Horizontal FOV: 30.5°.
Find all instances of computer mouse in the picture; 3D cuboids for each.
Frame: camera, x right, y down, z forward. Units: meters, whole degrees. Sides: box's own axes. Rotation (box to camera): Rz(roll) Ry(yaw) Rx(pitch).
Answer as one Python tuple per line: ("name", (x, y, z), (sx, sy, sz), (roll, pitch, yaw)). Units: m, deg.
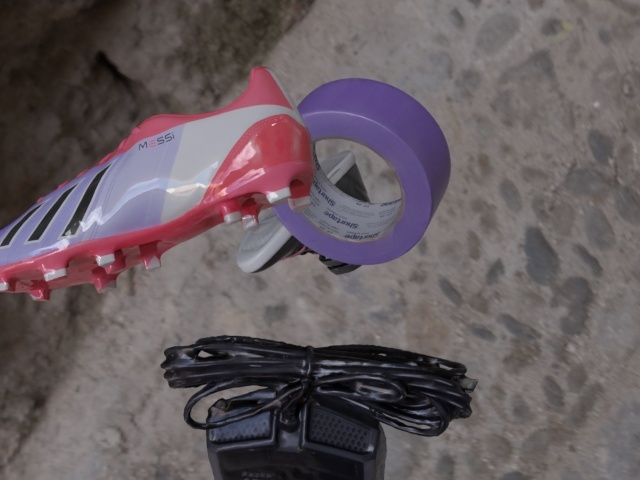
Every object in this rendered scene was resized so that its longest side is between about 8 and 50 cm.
("computer mouse", (-0.005, 0.145, 0.788), (0.188, 0.272, 0.072), (6, 45, 2))

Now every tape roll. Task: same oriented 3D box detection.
("tape roll", (0.039, -0.072, 1.256), (0.189, 0.189, 0.080), (-1, 32, 26))

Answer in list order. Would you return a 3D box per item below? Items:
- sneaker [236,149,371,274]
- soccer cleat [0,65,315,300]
("sneaker", (0.000, 0.000, 1.623), (0.104, 0.296, 0.147), (-19, 108, 38))
("soccer cleat", (-0.121, -0.031, 0.769), (0.248, 0.083, 0.095), (-19, 75, 15))
